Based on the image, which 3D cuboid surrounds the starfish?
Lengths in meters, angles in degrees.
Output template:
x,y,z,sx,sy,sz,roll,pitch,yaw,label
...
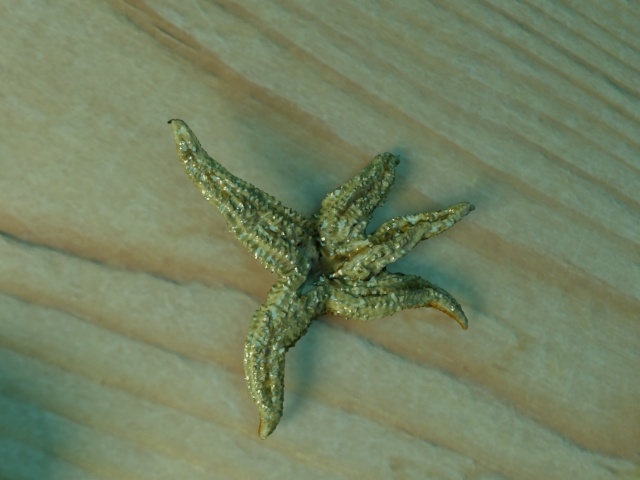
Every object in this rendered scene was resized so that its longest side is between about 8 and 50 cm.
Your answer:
x,y,z,sx,sy,sz,roll,pitch,yaw,label
0.021,0.001,0.763,0.293,0.084,0.301,-17,86,-28,starfish
